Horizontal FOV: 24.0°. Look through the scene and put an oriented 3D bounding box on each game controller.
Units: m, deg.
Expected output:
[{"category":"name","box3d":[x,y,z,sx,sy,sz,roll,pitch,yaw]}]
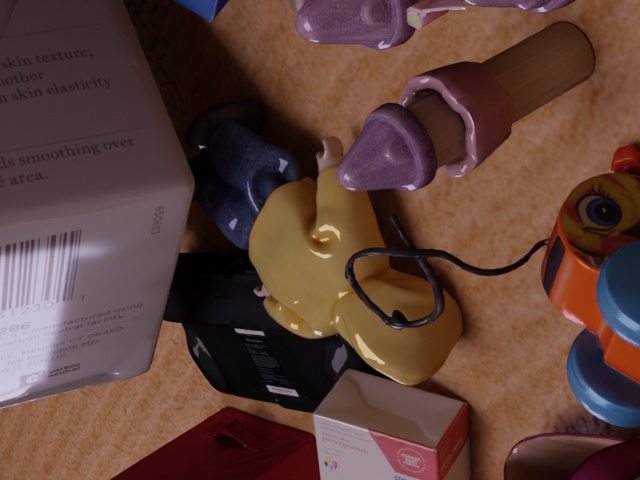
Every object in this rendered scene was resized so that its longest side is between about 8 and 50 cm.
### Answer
[{"category":"game controller","box3d":[-0.049,0.088,1.417,0.166,0.067,0.319,54,155,-20]}]

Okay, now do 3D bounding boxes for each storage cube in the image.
[{"category":"storage cube","box3d":[-0.099,0.309,1.546,0.183,0.193,0.215,8,124,56]}]

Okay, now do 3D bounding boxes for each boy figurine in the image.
[{"category":"boy figurine","box3d":[0.000,0.000,1.206,0.285,0.092,0.177,41,132,27]}]

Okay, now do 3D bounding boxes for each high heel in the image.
[{"category":"high heel","box3d":[0.151,0.164,0.949,0.181,0.127,0.377,34,171,26]}]

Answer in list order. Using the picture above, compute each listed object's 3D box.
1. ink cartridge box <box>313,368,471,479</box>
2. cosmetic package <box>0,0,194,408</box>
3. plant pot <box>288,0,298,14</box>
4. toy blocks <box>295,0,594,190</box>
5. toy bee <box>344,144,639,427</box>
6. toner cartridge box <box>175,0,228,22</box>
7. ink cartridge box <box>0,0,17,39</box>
[{"category":"ink cartridge box","box3d":[0.065,0.216,1.291,0.115,0.067,0.198,14,131,26]},{"category":"cosmetic package","box3d":[-0.338,-0.085,1.327,0.327,0.329,0.394,110,142,-56]},{"category":"plant pot","box3d":[0.025,-0.200,0.975,0.109,0.096,0.109,3,119,56]},{"category":"toy blocks","box3d":[0.070,-0.167,0.763,0.288,0.260,0.309,2,118,58]},{"category":"toy bee","box3d":[0.196,0.014,0.881,0.298,0.162,0.195,35,142,-6]},{"category":"toner cartridge box","box3d":[-0.104,-0.302,1.013,0.165,0.075,0.348,30,154,4]},{"category":"ink cartridge box","box3d":[-0.249,-0.356,1.086,0.071,0.324,0.330,3,133,5]}]
